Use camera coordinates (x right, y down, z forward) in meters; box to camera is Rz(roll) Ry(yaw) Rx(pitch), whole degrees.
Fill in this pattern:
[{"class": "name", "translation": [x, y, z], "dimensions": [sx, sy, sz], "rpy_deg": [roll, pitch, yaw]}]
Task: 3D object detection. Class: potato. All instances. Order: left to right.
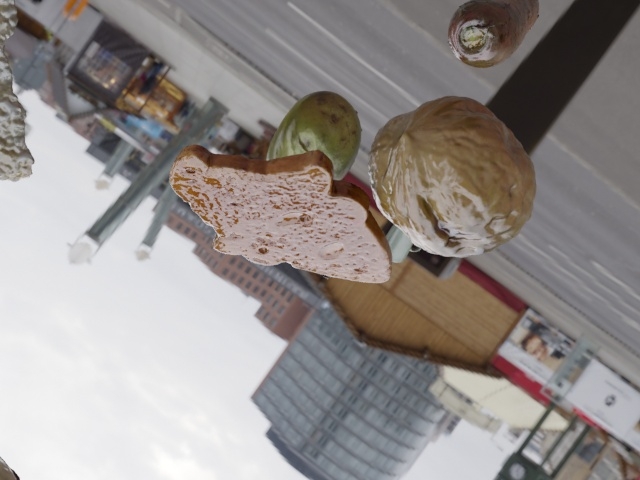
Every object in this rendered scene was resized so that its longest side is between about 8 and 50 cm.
[{"class": "potato", "translation": [-0.011, -0.164, 1.368], "dimensions": [0.148, 0.197, 0.228], "rpy_deg": [29, 140, -8]}]

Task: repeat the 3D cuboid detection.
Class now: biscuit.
[{"class": "biscuit", "translation": [-0.338, -0.159, 0.698], "dimensions": [0.133, 0.250, 0.032], "rpy_deg": [-11, -145, -27]}, {"class": "biscuit", "translation": [-0.025, -0.023, 0.762], "dimensions": [0.280, 0.043, 0.183], "rpy_deg": [25, 144, -36]}]

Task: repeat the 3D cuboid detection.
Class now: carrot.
[{"class": "carrot", "translation": [0.161, -0.195, 0.693], "dimensions": [0.060, 0.060, 0.186], "rpy_deg": [36, -145, 9]}]

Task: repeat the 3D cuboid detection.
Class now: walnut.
[{"class": "walnut", "translation": [0.127, -0.064, 0.760], "dimensions": [0.155, 0.155, 0.184], "rpy_deg": [36, -174, 38]}]

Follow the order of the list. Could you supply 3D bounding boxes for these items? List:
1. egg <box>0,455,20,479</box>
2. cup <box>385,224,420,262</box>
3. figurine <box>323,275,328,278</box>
[{"class": "egg", "translation": [-0.698, 0.475, 1.335], "dimensions": [0.337, 0.337, 0.201], "rpy_deg": [36, 148, 16]}, {"class": "cup", "translation": [0.162, -0.001, 1.464], "dimensions": [0.075, 0.083, 0.054], "rpy_deg": [26, -146, -1]}, {"class": "figurine", "translation": [0.000, 0.000, 1.143], "dimensions": [0.132, 0.132, 0.153], "rpy_deg": [36, -164, 17]}]
